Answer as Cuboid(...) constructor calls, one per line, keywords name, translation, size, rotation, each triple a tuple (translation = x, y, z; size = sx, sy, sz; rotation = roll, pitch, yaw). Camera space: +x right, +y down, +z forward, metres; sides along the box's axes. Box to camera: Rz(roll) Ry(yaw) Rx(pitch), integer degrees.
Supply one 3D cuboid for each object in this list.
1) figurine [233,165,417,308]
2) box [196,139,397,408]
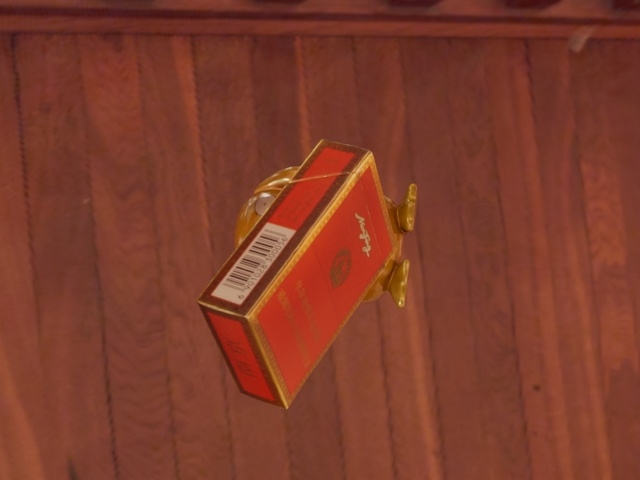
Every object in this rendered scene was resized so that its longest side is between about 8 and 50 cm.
Cuboid(name="figurine", translation=(0.007, 0.002, 1.453), size=(0.228, 0.215, 0.215), rotation=(11, 80, -17))
Cuboid(name="box", translation=(-0.016, 0.032, 1.131), size=(0.239, 0.074, 0.153), rotation=(-53, 140, -30))
